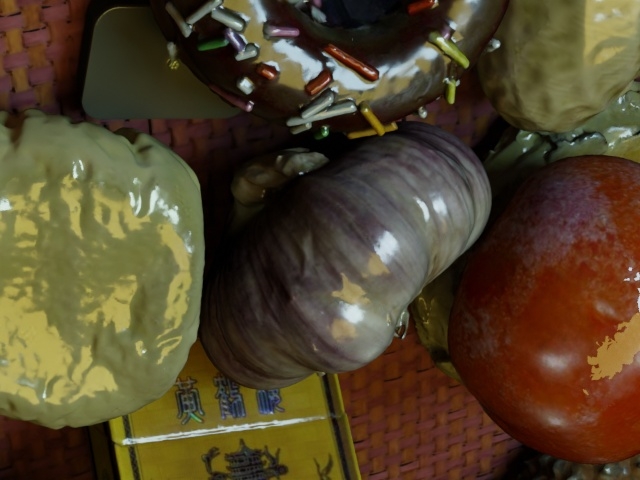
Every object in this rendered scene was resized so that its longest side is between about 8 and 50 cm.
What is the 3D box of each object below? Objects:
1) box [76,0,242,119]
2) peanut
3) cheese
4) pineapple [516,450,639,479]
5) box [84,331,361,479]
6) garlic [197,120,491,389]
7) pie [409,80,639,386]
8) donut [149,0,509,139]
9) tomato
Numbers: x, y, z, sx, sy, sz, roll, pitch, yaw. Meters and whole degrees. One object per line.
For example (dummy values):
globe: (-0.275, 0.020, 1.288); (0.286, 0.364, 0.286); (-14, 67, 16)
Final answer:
box: (-0.107, -0.130, 1.238); (0.126, 0.031, 0.091); (-4, 126, -24)
peanut: (0.210, -0.220, 1.256); (0.153, 0.140, 0.325); (28, 113, -4)
cheese: (-0.187, 0.022, 1.227); (0.214, 0.117, 0.226); (8, 104, -18)
pineapple: (0.219, 0.249, 1.628); (0.361, 0.175, 0.175); (-22, 134, 9)
box: (-0.066, 0.210, 1.347); (0.193, 0.301, 0.084); (-5, 162, -25)
garlic: (0.000, 0.000, 1.279); (0.160, 0.245, 0.245); (44, 100, -7)
pie: (0.229, 0.009, 1.484); (0.339, 0.083, 0.339); (-16, 132, -18)
donut: (0.016, -0.190, 1.172); (0.270, 0.103, 0.269); (-6, 112, -16)
tomato: (0.207, 0.052, 1.308); (0.232, 0.188, 0.232); (-44, 150, -34)
